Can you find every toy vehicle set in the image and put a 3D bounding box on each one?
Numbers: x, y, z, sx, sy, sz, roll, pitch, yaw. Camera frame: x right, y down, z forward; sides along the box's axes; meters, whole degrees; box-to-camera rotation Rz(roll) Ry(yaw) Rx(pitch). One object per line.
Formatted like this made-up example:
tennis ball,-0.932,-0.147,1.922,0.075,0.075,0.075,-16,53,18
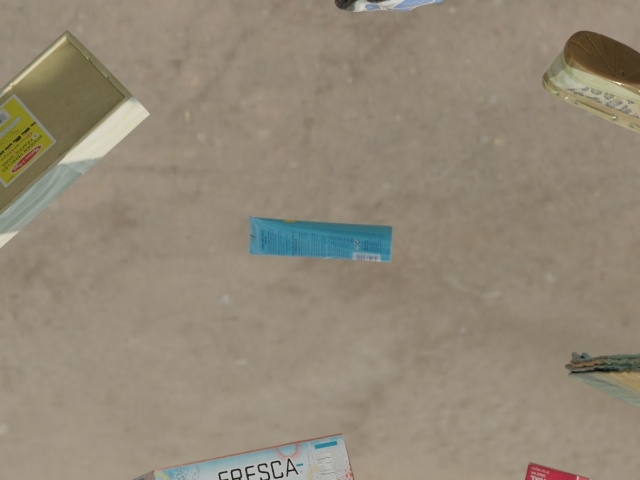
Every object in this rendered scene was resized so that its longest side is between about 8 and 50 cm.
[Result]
toy vehicle set,-0.336,-0.102,1.591,0.267,0.166,0.035,-42,140,-3

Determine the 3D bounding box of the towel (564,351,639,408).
towel,0.471,0.199,1.733,0.272,0.040,0.370,25,172,-4

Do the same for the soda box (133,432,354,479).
soda box,-0.064,0.214,1.239,0.183,0.058,0.063,-6,166,-27

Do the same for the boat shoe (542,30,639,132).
boat shoe,0.439,-0.189,1.918,0.285,0.104,0.089,25,142,-10

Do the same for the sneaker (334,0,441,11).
sneaker,0.081,-0.317,1.786,0.081,0.080,0.211,9,-169,-25

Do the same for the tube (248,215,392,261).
tube,0.000,0.000,2.044,0.207,0.052,0.080,3,132,2

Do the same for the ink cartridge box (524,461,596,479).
ink cartridge box,0.258,0.334,1.608,0.063,0.150,0.109,12,173,24
